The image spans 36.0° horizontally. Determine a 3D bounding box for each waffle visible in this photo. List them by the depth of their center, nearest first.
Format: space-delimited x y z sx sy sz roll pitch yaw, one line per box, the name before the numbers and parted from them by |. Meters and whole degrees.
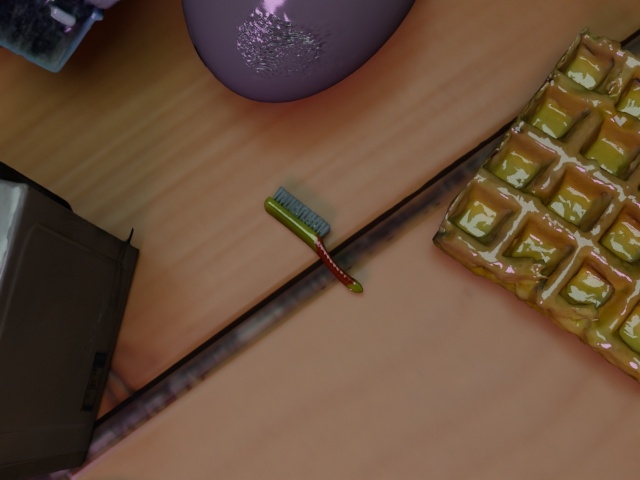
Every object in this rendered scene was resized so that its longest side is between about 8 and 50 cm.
waffle | 0.195 -0.002 0.584 0.211 0.055 0.160 37 84 7

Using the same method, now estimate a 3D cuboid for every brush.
brush | 0.000 0.000 0.614 0.021 0.019 0.083 -43 79 -13

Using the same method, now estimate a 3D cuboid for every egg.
egg | -0.008 -0.176 0.578 0.146 0.146 0.199 28 93 7

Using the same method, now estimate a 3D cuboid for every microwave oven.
microwave oven | -0.197 0.044 0.526 0.129 0.205 0.163 11 81 5

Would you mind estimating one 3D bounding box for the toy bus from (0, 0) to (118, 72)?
toy bus | -0.110 -0.245 0.540 0.106 0.131 0.297 27 121 -31
